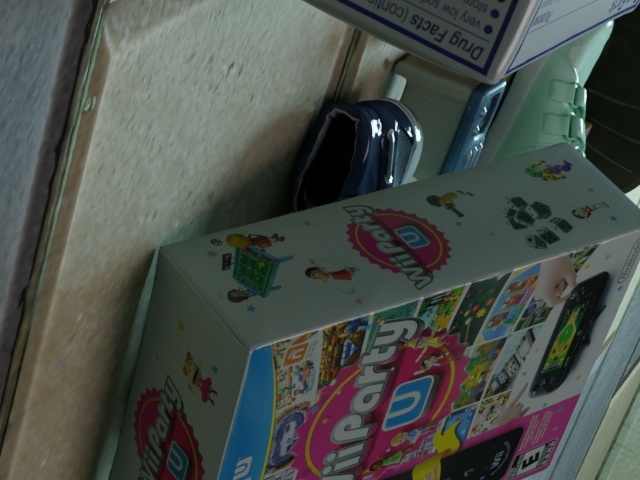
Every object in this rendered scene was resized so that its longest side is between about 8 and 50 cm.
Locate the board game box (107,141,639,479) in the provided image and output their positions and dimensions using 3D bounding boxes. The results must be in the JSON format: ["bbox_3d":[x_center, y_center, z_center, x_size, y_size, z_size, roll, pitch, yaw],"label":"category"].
[{"bbox_3d":[0.032,0.079,1.169,0.303,0.097,0.224,-15,138,-34],"label":"board game box"}]

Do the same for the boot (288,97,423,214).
[{"bbox_3d":[0.000,0.000,1.217,0.086,0.069,0.190,-6,115,-64],"label":"boot"}]

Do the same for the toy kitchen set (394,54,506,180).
[{"bbox_3d":[0.122,-0.079,1.344,0.166,0.122,0.207,-38,152,-57],"label":"toy kitchen set"}]

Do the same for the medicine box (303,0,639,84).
[{"bbox_3d":[0.118,-0.250,0.974,0.263,0.149,0.289,-30,146,-63],"label":"medicine box"}]

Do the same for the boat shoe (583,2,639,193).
[{"bbox_3d":[0.310,-0.174,1.816,0.104,0.111,0.307,-46,159,-42],"label":"boat shoe"}]

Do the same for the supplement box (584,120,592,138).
[{"bbox_3d":[0.210,-0.068,1.818,0.062,0.036,0.098,-28,144,-64],"label":"supplement box"}]

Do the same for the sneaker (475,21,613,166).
[{"bbox_3d":[0.215,-0.070,1.614,0.256,0.151,0.094,-61,163,-7],"label":"sneaker"}]
